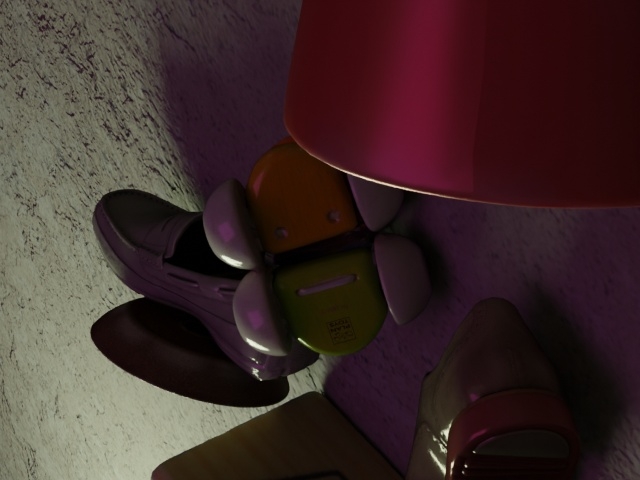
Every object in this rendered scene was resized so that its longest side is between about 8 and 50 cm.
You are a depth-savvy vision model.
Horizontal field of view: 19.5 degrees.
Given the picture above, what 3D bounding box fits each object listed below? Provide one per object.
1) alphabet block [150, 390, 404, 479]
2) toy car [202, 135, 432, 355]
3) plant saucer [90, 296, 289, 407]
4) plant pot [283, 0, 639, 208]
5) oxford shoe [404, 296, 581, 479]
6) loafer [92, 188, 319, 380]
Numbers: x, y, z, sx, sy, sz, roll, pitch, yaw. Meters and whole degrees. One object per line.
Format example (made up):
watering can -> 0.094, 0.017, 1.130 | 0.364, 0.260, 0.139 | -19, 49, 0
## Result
alphabet block -> -0.026, 0.292, 1.728 | 0.197, 0.193, 0.192 | 45, 149, 36
toy car -> 0.000, 0.000, 1.516 | 0.136, 0.159, 0.182 | -76, -32, -75
plant saucer -> -0.119, 0.098, 1.775 | 0.198, 0.198, 0.036 | 35, 113, 46
plant pot -> 0.119, -0.172, 1.003 | 0.275, 0.275, 0.243 | 29, 122, 51
oxford shoe -> 0.126, 0.169, 1.468 | 0.348, 0.123, 0.130 | 108, 158, -56
loafer -> -0.109, 0.015, 1.759 | 0.319, 0.112, 0.111 | 31, 131, 40
